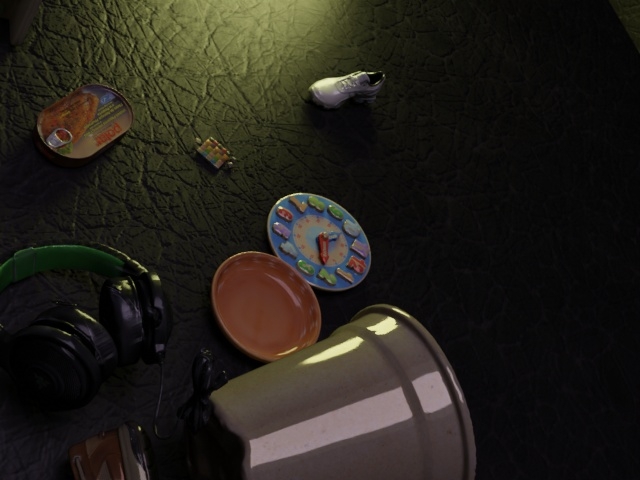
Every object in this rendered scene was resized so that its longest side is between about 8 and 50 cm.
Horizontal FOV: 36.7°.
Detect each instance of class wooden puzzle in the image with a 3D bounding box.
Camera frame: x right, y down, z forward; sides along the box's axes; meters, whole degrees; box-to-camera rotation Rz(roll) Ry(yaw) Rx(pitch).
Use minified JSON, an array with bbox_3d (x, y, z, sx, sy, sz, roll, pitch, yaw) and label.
[{"bbox_3d":[-0.189,-0.154,1.713,0.083,0.006,0.049,41,45,-4],"label":"wooden puzzle"}]

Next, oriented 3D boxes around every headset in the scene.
[{"bbox_3d":[-0.286,0.112,1.280,0.394,0.185,0.243,37,42,24],"label":"headset"}]

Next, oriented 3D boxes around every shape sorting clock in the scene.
[{"bbox_3d":[0.000,0.000,1.712,0.206,0.040,0.206,19,50,-24],"label":"shape sorting clock"}]

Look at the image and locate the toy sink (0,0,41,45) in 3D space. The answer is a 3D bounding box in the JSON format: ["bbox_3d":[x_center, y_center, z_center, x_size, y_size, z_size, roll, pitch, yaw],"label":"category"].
[{"bbox_3d":[-0.541,-0.460,1.580,0.131,0.153,0.234,7,57,-32],"label":"toy sink"}]

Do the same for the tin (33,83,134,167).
[{"bbox_3d":[-0.385,-0.187,1.575,0.106,0.040,0.190,42,44,3],"label":"tin"}]

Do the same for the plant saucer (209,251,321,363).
[{"bbox_3d":[-0.092,0.112,1.567,0.200,0.037,0.200,19,51,-25],"label":"plant saucer"}]

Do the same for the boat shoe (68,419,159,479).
[{"bbox_3d":[-0.251,0.392,1.210,0.119,0.123,0.324,-12,60,-7],"label":"boat shoe"}]

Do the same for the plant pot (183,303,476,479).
[{"bbox_3d":[-0.009,0.283,1.335,0.305,0.334,0.334,-12,67,-29],"label":"plant pot"}]

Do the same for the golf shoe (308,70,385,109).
[{"bbox_3d":[0.055,-0.316,1.950,0.176,0.086,0.069,-16,71,-40],"label":"golf shoe"}]
